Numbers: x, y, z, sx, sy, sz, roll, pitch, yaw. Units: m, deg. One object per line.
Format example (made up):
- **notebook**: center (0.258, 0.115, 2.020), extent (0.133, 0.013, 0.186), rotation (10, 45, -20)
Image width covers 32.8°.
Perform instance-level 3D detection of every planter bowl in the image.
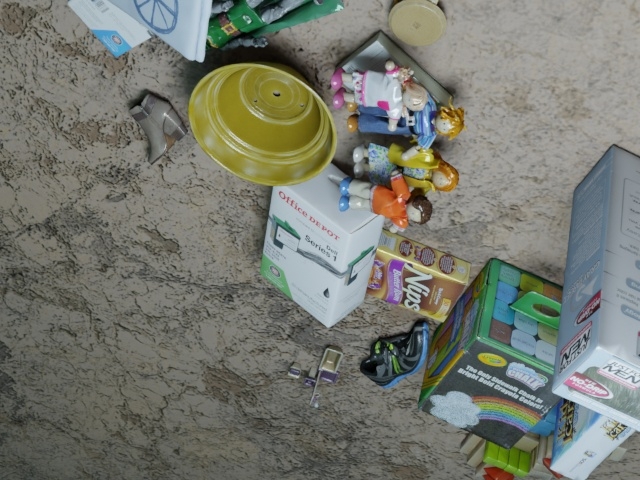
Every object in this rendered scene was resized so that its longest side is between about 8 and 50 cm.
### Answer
- **planter bowl**: center (-0.072, -0.187, 1.550), extent (0.217, 0.090, 0.217), rotation (10, 136, 10)

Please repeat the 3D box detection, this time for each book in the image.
- **book**: center (0.101, -0.213, 1.511), extent (0.144, 0.035, 0.096), rotation (39, 136, -20)

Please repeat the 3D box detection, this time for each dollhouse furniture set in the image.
- **dollhouse furniture set**: center (-0.011, 0.243, 1.970), extent (0.091, 0.081, 0.114), rotation (18, 137, 0)

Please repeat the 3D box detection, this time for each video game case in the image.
- **video game case**: center (0.435, 0.187, 1.629), extent (0.061, 0.269, 0.244), rotation (22, 136, -3)

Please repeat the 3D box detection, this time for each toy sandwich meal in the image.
- **toy sandwich meal**: center (0.128, -0.293, 1.424), extent (0.085, 0.029, 0.086), rotation (9, 140, 7)

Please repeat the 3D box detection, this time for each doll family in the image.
- **doll family**: center (0.118, -0.142, 1.497), extent (0.163, 0.118, 0.263), rotation (12, 125, 27)

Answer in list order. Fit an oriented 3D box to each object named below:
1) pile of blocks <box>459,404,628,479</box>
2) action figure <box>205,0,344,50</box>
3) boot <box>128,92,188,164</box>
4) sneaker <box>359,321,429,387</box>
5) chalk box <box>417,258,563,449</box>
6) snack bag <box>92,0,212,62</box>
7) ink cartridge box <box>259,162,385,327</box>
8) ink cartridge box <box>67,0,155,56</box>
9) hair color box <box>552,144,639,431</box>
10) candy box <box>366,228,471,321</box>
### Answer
- **pile of blocks**: center (0.394, 0.366, 1.938), extent (0.149, 0.113, 0.362), rotation (41, 132, -22)
- **action figure**: center (-0.100, -0.306, 1.466), extent (0.232, 0.063, 0.137), rotation (-20, 128, 38)
- **boot**: center (-0.259, -0.174, 1.668), extent (0.087, 0.042, 0.118), rotation (41, 131, -14)
- **sneaker**: center (0.129, 0.199, 1.890), extent (0.078, 0.067, 0.188), rotation (25, 140, -16)
- **chalk box**: center (0.303, 0.163, 1.719), extent (0.180, 0.179, 0.289), rotation (25, 135, -6)
- **snack bag**: center (-0.250, -0.423, 1.316), extent (0.342, 0.037, 0.323), rotation (36, 139, 21)
- **ink cartridge box**: center (0.000, 0.000, 1.672), extent (0.160, 0.092, 0.219), rotation (37, 141, 23)
- **ink cartridge box**: center (-0.242, -0.337, 1.477), extent (0.180, 0.060, 0.104), rotation (-20, 124, 34)
- **hair color box**: center (0.426, 0.064, 1.430), extent (0.185, 0.374, 0.114), rotation (25, 136, -7)
- **candy box**: center (0.136, 0.053, 1.752), extent (0.186, 0.053, 0.109), rotation (20, 136, -3)
